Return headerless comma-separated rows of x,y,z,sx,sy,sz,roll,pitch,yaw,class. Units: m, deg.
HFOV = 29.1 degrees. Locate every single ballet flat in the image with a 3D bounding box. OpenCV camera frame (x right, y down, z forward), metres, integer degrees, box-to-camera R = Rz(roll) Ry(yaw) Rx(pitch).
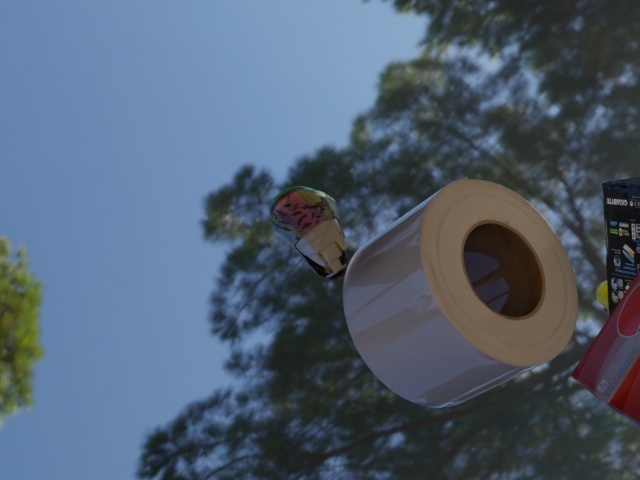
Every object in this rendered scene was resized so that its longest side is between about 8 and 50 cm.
0.000,0.000,1.446,0.077,0.221,0.079,-32,-108,1,ballet flat

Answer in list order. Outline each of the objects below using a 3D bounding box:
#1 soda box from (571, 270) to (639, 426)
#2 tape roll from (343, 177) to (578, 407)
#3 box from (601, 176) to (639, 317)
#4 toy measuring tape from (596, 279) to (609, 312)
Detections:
0.326,0.037,1.033,0.083,0.092,0.263,32,-88,-12,soda box
0.173,0.067,1.525,0.246,0.169,0.246,16,-121,-29,tape roll
0.461,0.071,1.542,0.073,0.295,0.293,-8,-84,-17,box
0.553,0.085,1.785,0.330,0.121,0.121,-2,-118,-13,toy measuring tape
